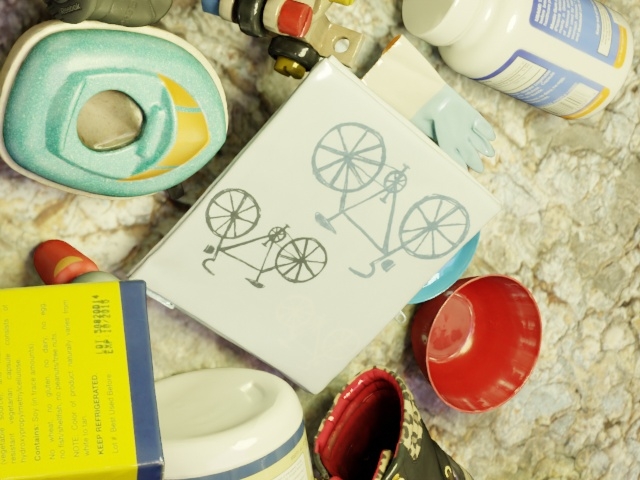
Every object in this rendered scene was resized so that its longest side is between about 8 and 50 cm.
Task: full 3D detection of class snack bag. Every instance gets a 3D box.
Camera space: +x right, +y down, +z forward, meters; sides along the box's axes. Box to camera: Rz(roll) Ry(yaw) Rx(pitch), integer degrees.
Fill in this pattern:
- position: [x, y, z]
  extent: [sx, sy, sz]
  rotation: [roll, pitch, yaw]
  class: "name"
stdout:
- position: [0.000, 0.000, 1.557]
  extent: [0.323, 0.037, 0.342]
  rotation: [35, 103, -34]
  class: "snack bag"

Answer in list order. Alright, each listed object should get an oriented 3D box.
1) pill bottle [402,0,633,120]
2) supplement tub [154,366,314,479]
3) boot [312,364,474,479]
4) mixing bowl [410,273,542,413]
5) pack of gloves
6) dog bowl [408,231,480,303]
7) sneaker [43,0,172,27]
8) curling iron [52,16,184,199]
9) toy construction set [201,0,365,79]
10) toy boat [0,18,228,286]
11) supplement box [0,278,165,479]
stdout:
- position: [0.238, -0.257, 1.664]
  extent: [0.272, 0.152, 0.152]
  rotation: [19, 92, -32]
  class: "pill bottle"
- position: [-0.113, 0.327, 1.550]
  extent: [0.228, 0.228, 0.316]
  rotation: [-18, 110, -26]
  class: "supplement tub"
- position: [0.081, 0.363, 1.619]
  extent: [0.284, 0.138, 0.377]
  rotation: [61, 37, -41]
  class: "boot"
- position: [0.184, 0.122, 1.752]
  extent: [0.181, 0.098, 0.181]
  rotation: [-8, 105, -30]
  class: "mixing bowl"
- position: [0.097, -0.117, 1.688]
  extent: [0.195, 0.046, 0.232]
  rotation: [-47, 123, 5]
  class: "pack of gloves"
- position: [0.053, -0.030, 1.636]
  extent: [0.297, 0.074, 0.166]
  rotation: [18, 107, -32]
  class: "dog bowl"
- position: [-0.219, -0.334, 1.367]
  extent: [0.130, 0.109, 0.286]
  rotation: [8, 66, -42]
  class: "sneaker"
- position: [-0.213, -0.161, 1.494]
  extent: [0.068, 0.035, 0.274]
  rotation: [-26, 120, 0]
  class: "curling iron"
- position: [0.029, -0.303, 1.477]
  extent: [0.237, 0.309, 0.257]
  rotation: [51, 36, -67]
  class: "toy construction set"
- position: [-0.217, -0.066, 1.408]
  extent: [0.267, 0.148, 0.318]
  rotation: [3, 113, -38]
  class: "toy boat"
- position: [-0.337, 0.175, 1.305]
  extent: [0.356, 0.195, 0.194]
  rotation: [-3, 61, -11]
  class: "supplement box"
